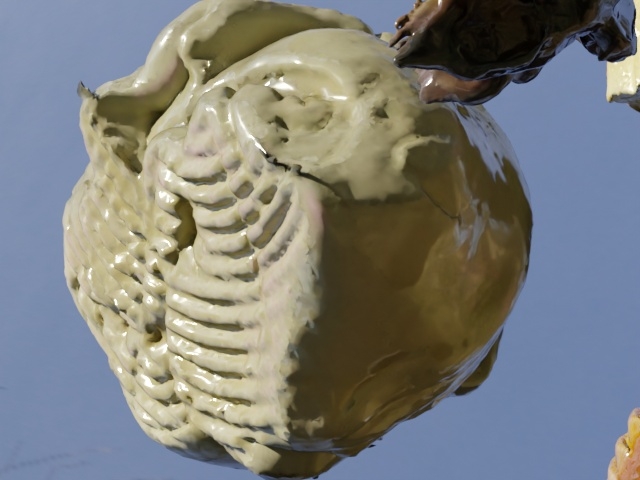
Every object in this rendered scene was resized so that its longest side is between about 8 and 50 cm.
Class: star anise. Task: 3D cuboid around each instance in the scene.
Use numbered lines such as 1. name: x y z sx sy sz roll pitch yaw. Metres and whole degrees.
1. star anise: 0.082 -0.080 0.600 0.124 0.129 0.056 -38 -105 10

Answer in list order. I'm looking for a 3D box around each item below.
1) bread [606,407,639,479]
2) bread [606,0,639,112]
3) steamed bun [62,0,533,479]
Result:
1. bread: 0.208 0.138 0.835 0.199 0.104 0.199 0 -90 19
2. bread: 0.258 -0.121 1.098 0.188 0.068 0.125 12 -95 -21
3. steamed bun: 0.000 0.000 1.084 0.206 0.320 0.275 -12 -68 -30
